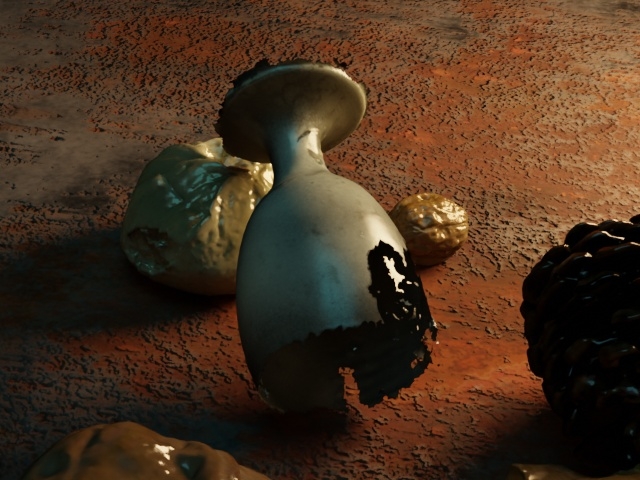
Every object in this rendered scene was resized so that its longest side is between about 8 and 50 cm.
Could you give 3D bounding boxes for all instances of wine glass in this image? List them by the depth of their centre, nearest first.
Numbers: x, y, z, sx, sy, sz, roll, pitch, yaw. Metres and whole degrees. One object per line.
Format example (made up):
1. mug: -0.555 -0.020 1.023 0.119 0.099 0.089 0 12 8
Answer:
1. wine glass: -0.005 0.000 1.540 0.191 0.190 0.357 -7 56 -12

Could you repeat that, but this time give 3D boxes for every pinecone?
1. pinecone: 0.301 0.091 1.464 0.224 0.224 0.272 1 37 0

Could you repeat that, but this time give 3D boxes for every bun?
1. bun: -0.113 -0.035 1.720 0.221 0.134 0.220 4 31 -2

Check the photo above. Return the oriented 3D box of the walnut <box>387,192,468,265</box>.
1. walnut: 0.119 -0.012 1.746 0.096 0.082 0.079 -6 2 -20

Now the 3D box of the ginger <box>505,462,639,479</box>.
1. ginger: 0.289 0.262 1.284 0.270 0.123 0.219 -2 31 -4

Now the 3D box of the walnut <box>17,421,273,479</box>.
1. walnut: -0.129 0.268 1.172 0.273 0.227 0.273 2 37 -1
